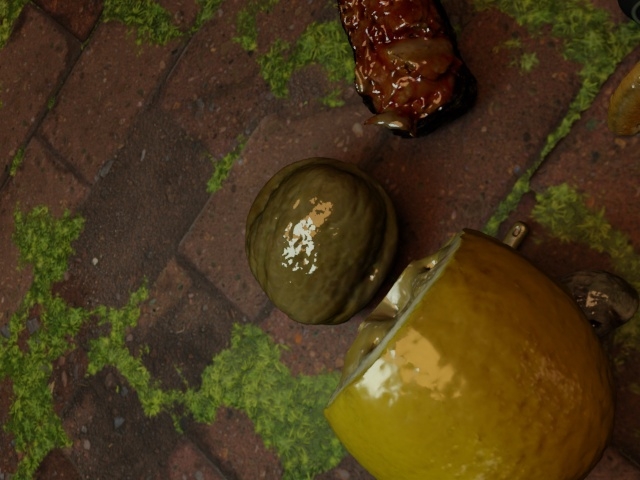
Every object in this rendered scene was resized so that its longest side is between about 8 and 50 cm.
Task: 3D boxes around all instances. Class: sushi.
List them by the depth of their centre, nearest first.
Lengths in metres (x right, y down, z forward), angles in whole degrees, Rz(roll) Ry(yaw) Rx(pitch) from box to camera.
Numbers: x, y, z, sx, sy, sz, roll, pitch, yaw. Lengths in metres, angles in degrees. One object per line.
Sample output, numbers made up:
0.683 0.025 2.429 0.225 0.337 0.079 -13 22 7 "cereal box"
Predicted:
0.126 -0.316 1.166 0.196 0.182 0.343 -26 71 28 "sushi"

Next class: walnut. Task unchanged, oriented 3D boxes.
0.000 0.000 1.165 0.283 0.227 0.282 1 93 17 "walnut"

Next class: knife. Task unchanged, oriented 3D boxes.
0.244 0.091 1.155 0.047 0.017 0.297 37 104 26 "knife"

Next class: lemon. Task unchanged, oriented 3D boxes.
0.205 0.190 0.903 0.364 0.364 0.364 -3 83 25 "lemon"

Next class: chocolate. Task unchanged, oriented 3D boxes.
0.347 0.109 1.057 0.248 0.110 0.110 -16 78 23 "chocolate"

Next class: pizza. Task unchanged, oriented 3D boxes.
0.522 -0.222 1.014 0.194 0.154 0.069 -5 60 -1 "pizza"

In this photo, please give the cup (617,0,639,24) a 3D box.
0.544 -0.395 0.999 0.223 0.169 0.176 12 81 -8 "cup"
